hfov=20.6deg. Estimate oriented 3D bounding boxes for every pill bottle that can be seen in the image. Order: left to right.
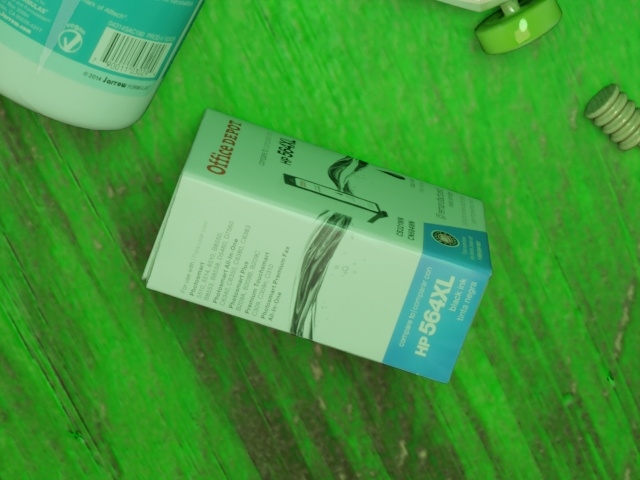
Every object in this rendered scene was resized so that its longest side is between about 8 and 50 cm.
[{"bbox_3d":[-0.119,-0.210,1.076,0.146,0.146,0.264,28,107,-7],"label":"pill bottle"}]

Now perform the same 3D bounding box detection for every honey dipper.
[{"bbox_3d":[0.242,-0.042,1.184,0.161,0.030,0.030,42,106,-16],"label":"honey dipper"}]

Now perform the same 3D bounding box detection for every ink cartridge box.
[{"bbox_3d":[0.000,0.000,1.143,0.203,0.148,0.086,19,110,-5],"label":"ink cartridge box"}]

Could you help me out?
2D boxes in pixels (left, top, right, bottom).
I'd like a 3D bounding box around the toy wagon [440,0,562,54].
[{"bbox_3d":[0.156,-0.286,1.079,0.344,0.068,0.267,-26,107,10],"label":"toy wagon"}]
